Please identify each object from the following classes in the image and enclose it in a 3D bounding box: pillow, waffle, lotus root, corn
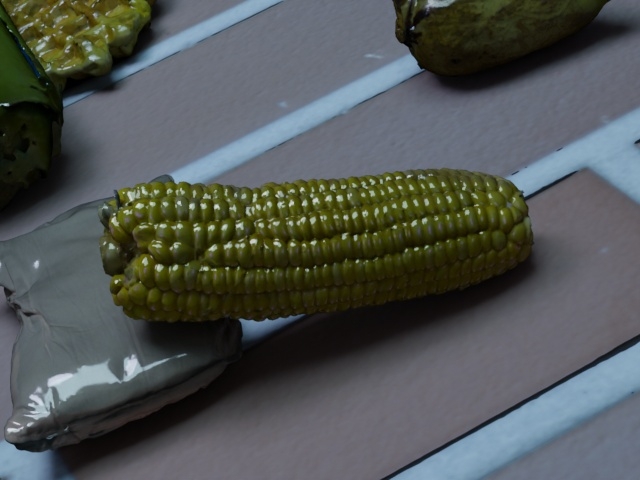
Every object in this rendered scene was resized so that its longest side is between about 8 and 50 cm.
[{"bbox_3d":[-0.156,0.043,1.350,0.173,0.067,0.270,-18,33,-9],"label":"pillow"},{"bbox_3d":[-0.265,-0.198,1.760,0.238,0.059,0.243,-7,39,18],"label":"waffle"},{"bbox_3d":[0.151,-0.185,1.509,0.190,0.094,0.108,-7,58,4],"label":"lotus root"},{"bbox_3d":[0.000,0.000,1.271,0.291,0.101,0.101,-6,31,-11],"label":"corn"}]

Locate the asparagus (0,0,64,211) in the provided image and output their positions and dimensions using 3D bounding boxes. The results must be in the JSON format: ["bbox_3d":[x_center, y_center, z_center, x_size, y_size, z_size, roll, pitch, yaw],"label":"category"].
[{"bbox_3d":[-0.320,-0.172,1.649,0.128,0.108,0.382,-40,48,7],"label":"asparagus"}]
